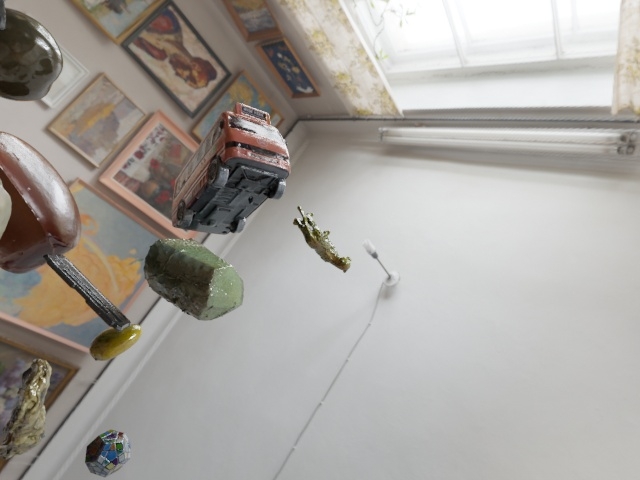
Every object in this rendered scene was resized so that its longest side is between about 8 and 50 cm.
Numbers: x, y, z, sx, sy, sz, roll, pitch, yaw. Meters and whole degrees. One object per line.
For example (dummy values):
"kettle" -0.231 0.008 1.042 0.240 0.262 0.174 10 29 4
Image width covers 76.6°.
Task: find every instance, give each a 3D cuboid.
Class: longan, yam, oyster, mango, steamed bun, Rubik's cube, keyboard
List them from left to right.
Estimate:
"longan" -0.811 -0.486 1.072 0.249 0.248 0.248 -20 -134 23
"steamed bun" -0.873 -0.111 1.171 0.235 0.378 0.248 -26 -164 3
"oyster" -0.553 0.328 0.759 0.345 0.079 0.128 -48 -134 34
"keyboard" -0.591 0.132 1.034 0.016 0.262 0.106 -44 -177 -8
"Rubik's cube" -0.552 0.553 1.056 0.111 0.111 0.093 -21 -160 22
"mango" -0.639 0.313 1.273 0.103 0.076 0.161 21 -144 41
"yam" -0.369 0.119 1.206 0.272 0.203 0.201 16 -82 28

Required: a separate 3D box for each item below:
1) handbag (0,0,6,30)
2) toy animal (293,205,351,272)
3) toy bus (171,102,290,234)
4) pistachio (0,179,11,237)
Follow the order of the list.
"handbag" -0.767 -0.555 0.800 0.080 0.247 0.222 -88 -168 -63
"toy animal" 0.000 0.000 1.060 0.073 0.181 0.136 -36 -134 2
"toy bus" -0.272 -0.180 1.177 0.427 0.203 0.232 -34 -123 45
"pistachio" -0.670 -0.004 0.655 0.208 0.226 0.331 37 -99 31
